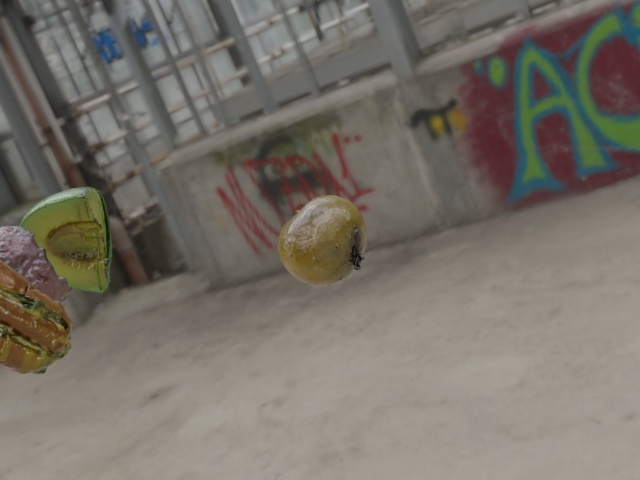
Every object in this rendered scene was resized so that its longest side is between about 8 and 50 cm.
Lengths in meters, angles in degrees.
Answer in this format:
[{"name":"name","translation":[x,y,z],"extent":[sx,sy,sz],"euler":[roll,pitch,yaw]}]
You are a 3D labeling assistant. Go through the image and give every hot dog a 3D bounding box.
[{"name":"hot dog","translation":[-0.410,0.066,1.214],"extent":[0.072,0.269,0.115],"euler":[-10,55,62]}]

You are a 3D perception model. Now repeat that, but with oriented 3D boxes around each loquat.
[{"name":"loquat","translation":[0.000,0.000,1.914],"extent":[0.204,0.149,0.172],"euler":[7,60,50]}]

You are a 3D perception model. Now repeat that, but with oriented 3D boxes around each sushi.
[{"name":"sushi","translation":[-0.523,0.068,1.752],"extent":[0.107,0.161,0.241],"euler":[-37,5,-34]}]

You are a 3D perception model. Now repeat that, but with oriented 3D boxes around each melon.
[{"name":"melon","translation":[-0.551,-0.022,2.261],"extent":[0.169,0.265,0.129],"euler":[-2,40,1]}]
